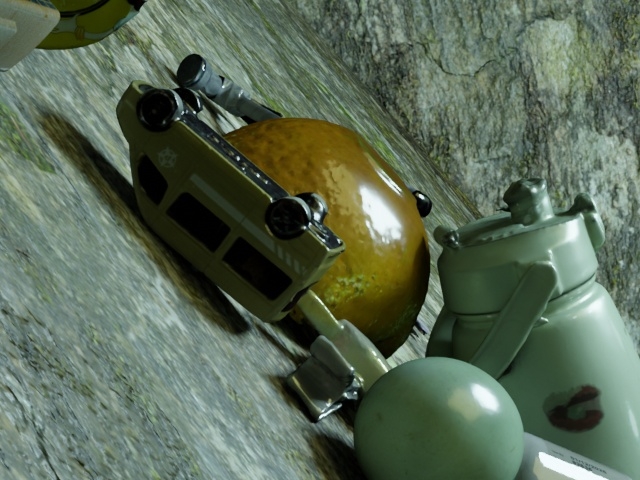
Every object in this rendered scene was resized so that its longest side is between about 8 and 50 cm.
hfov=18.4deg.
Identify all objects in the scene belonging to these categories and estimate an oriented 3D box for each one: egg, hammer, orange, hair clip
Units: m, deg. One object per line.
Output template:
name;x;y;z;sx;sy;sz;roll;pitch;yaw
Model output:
egg;0.111;0.184;1.837;0.149;0.149;0.192;53;18;25
hammer;-0.015;-0.116;2.356;0.152;0.044;0.427;33;0;-41
orange;0.008;-0.005;2.110;0.334;0.196;0.262;44;22;-61
hair clip;0.019;0.121;1.933;0.159;0.071;0.218;54;8;12

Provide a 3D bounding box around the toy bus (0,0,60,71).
toy bus;-0.307;-0.206;1.727;0.103;0.091;0.182;49;9;8

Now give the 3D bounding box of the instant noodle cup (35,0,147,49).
instant noodle cup;-0.277;-0.317;1.988;0.215;0.215;0.236;44;4;-22

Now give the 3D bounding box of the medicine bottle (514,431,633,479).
medicine bottle;0.252;0.283;1.954;0.215;0.135;0.135;24;18;-18

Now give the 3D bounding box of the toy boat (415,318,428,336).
toy boat;0.036;-0.002;2.438;0.219;0.072;0.318;49;3;29

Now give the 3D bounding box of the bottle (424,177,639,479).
bottle;0.223;0.116;2.095;0.229;0.229;0.351;-84;157;-76

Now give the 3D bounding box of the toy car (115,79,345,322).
toy car;-0.102;-0.039;1.874;0.257;0.124;0.101;40;10;6
